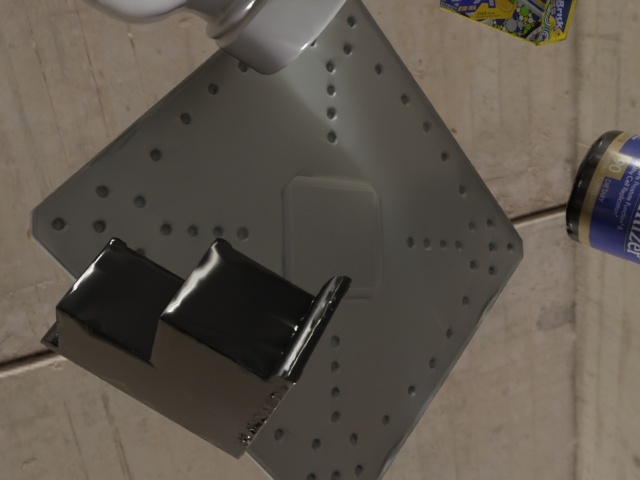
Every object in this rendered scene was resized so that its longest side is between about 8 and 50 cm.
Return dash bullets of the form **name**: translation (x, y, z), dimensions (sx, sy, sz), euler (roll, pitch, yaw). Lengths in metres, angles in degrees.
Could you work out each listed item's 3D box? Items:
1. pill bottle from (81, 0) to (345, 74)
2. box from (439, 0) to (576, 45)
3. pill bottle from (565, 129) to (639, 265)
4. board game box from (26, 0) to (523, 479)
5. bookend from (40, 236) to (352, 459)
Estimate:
- **pill bottle**: translation (-0.157, -0.291, 0.451), dimensions (0.408, 0.229, 0.229), euler (30, -83, -23)
- **box**: translation (0.222, -0.291, 0.858), dimensions (0.054, 0.169, 0.059), euler (-17, -52, -30)
- **pill bottle**: translation (0.359, -0.020, 0.668), dimensions (0.123, 0.219, 0.122), euler (-30, -48, -40)
- **board game box**: translation (0.000, 0.000, 0.675), dimensions (0.390, 0.050, 0.390), euler (51, -120, -20)
- **bookend**: translation (-0.085, 0.046, 0.431), dimensions (0.157, 0.156, 0.072), euler (30, -125, 1)
